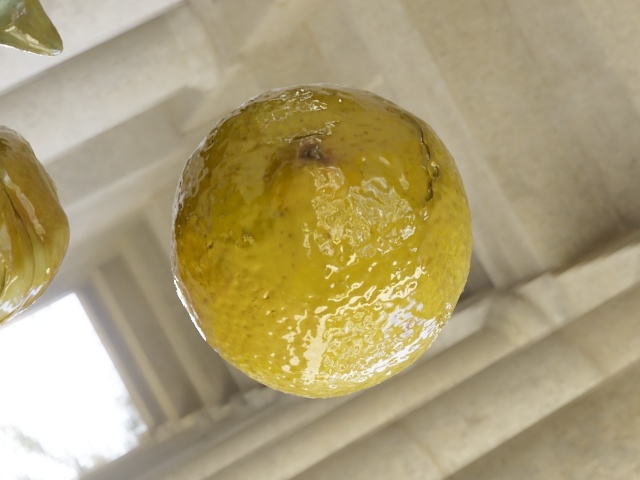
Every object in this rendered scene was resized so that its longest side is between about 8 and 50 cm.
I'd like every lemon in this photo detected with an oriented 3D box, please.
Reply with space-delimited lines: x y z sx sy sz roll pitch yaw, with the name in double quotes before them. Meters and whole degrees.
"lemon" 0.000 -0.001 1.359 0.293 0.293 0.293 52 -20 28

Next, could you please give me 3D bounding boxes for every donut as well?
"donut" -0.393 0.046 1.428 0.170 0.360 0.360 54 -15 -19

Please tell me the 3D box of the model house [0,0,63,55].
"model house" -0.388 -0.254 1.446 0.325 0.267 0.194 36 -32 -11
